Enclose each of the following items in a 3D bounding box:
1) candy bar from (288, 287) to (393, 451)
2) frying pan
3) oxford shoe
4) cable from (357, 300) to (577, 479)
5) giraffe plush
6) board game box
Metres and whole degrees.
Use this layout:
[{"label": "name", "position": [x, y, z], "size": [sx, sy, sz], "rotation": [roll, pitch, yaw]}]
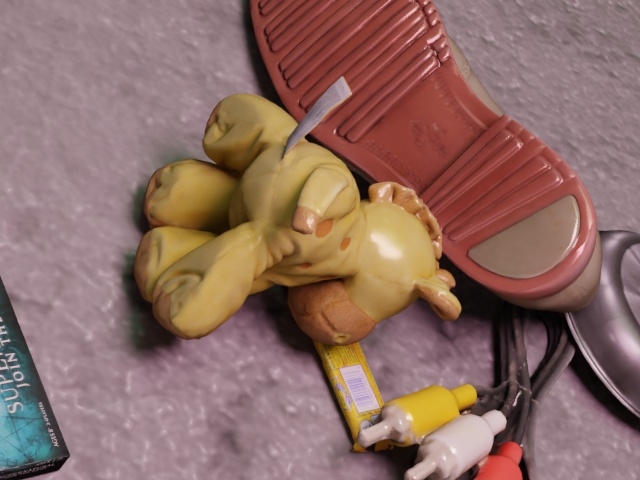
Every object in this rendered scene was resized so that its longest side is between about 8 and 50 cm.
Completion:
[{"label": "candy bar", "position": [0.011, 0.078, 1.011], "size": [0.040, 0.018, 0.161], "rotation": [-8, 63, -32]}, {"label": "frying pan", "position": [0.276, 0.118, 1.118], "size": [0.197, 0.053, 0.326], "rotation": [25, 43, -26]}, {"label": "oxford shoe", "position": [0.076, -0.087, 1.123], "size": [0.397, 0.140, 0.146], "rotation": [56, 6, 28]}, {"label": "cable", "position": [0.143, 0.122, 1.023], "size": [0.139, 0.072, 0.287], "rotation": [45, 45, 7]}, {"label": "giraffe plush", "position": [0.000, 0.000, 0.959], "size": [0.170, 0.210, 0.181], "rotation": [34, 40, -34]}, {"label": "board game box", "position": [-0.242, 0.066, 0.853], "size": [0.126, 0.026, 0.186], "rotation": [-10, 63, -38]}]
